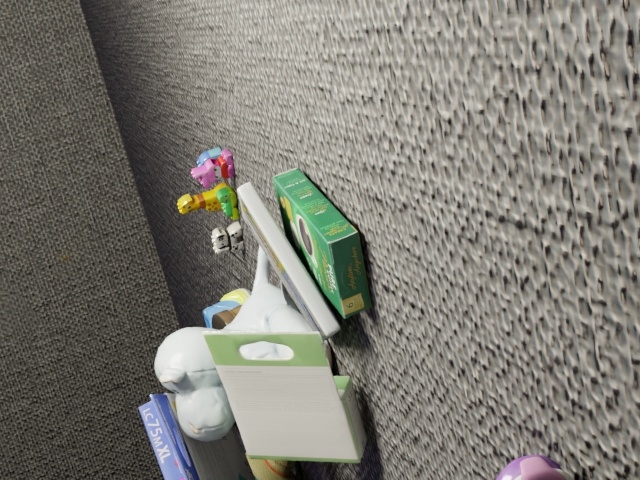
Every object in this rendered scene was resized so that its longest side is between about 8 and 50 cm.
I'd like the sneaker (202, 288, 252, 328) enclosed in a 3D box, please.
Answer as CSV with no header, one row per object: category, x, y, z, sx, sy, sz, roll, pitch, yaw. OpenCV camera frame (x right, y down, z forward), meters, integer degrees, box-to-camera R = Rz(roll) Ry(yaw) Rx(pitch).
sneaker,-0.149,0.215,1.704,0.091,0.126,0.240,111,138,-67

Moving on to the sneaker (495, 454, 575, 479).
sneaker,0.163,0.259,0.763,0.104,0.095,0.236,-111,11,-56

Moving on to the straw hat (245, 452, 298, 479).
straw hat,-0.081,0.446,1.848,0.144,0.061,0.144,34,-171,-7

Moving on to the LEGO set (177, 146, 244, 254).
LEGO set,-0.201,-0.074,1.603,0.227,0.093,0.087,87,158,-45

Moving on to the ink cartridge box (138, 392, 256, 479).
ink cartridge box,-0.200,0.346,1.490,0.186,0.065,0.311,65,-174,16

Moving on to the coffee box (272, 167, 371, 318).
coffee box,0.000,0.000,1.095,0.184,0.040,0.113,-131,24,-55

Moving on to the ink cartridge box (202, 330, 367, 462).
ink cartridge box,-0.044,0.199,1.226,0.056,0.171,0.235,-63,-36,-53

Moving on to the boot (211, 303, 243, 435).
boot,-0.110,0.238,1.599,0.112,0.115,0.305,37,139,43

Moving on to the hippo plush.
hippo plush,-0.122,0.187,1.366,0.234,0.236,0.294,-158,50,-70

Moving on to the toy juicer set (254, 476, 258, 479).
toy juicer set,-0.077,0.535,1.879,0.209,0.089,0.329,39,179,43

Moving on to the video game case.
video game case,-0.042,0.035,1.191,0.212,0.023,0.193,58,173,6
